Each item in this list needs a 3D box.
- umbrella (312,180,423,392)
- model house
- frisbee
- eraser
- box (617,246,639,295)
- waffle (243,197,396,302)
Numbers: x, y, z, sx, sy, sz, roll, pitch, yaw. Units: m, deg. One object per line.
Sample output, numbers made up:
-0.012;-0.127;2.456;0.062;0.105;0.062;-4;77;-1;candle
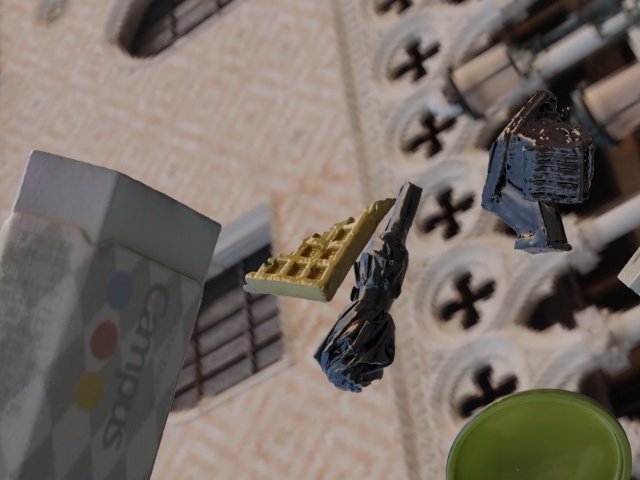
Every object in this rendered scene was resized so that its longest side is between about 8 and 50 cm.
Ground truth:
0.089;0.067;2.104;0.118;0.118;0.340;36;-115;-38;umbrella
0.313;-0.079;1.909;0.141;0.203;0.164;-22;-139;-37;model house
0.272;0.283;1.741;0.236;0.236;0.017;48;-164;-22;frisbee
-0.222;0.140;1.227;0.213;0.082;0.396;31;-107;-56;eraser
0.377;0.018;1.582;0.024;0.090;0.167;37;-173;5;box
0.000;0.000;1.701;0.191;0.125;0.032;-56;-41;-41;waffle
